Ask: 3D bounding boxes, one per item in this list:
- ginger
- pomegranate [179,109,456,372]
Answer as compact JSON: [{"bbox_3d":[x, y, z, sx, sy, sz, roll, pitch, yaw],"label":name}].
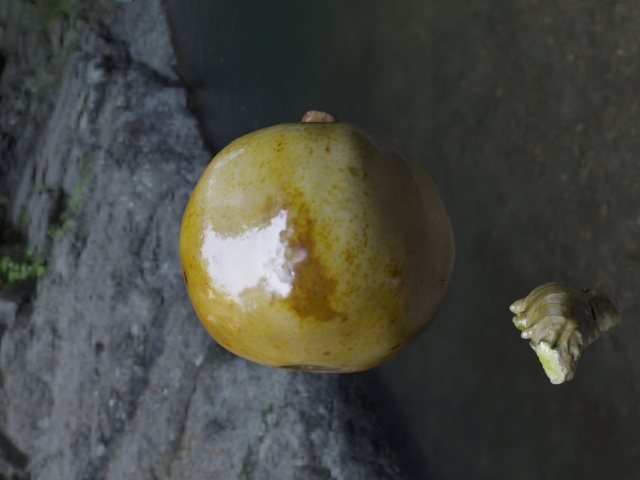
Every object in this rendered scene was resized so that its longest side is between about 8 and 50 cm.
[{"bbox_3d":[0.283,0.093,1.112,0.115,0.205,0.081,38,120,18],"label":"ginger"},{"bbox_3d":[0.000,0.000,1.357,0.416,0.416,0.417,-179,90,-73],"label":"pomegranate"}]
